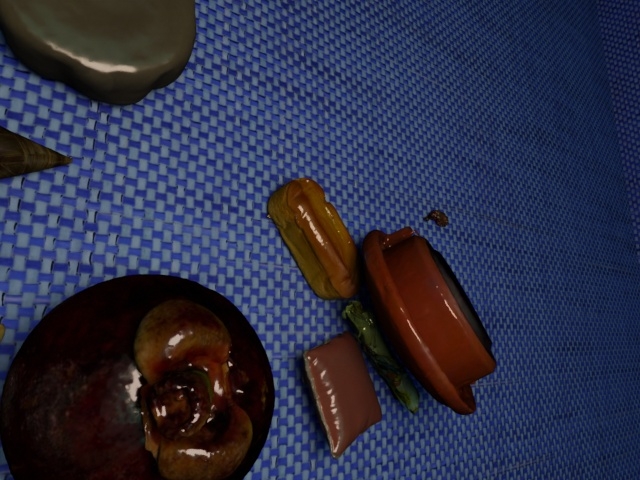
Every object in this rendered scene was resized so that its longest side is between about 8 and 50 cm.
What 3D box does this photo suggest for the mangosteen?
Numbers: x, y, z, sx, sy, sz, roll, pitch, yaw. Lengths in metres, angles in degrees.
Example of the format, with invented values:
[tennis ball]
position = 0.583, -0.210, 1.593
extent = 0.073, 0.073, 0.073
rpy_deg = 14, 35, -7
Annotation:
[mangosteen]
position = -0.191, 0.170, 0.508
extent = 0.297, 0.293, 0.297
rpy_deg = 25, 25, -13

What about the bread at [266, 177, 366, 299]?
[bread]
position = 0.000, 0.000, 0.806
extent = 0.102, 0.094, 0.246
rpy_deg = -37, 101, -41

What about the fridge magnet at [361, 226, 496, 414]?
[fridge magnet]
position = 0.193, 0.133, 0.794
extent = 0.364, 0.155, 0.364
rpy_deg = 54, 16, -23

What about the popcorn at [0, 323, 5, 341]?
[popcorn]
position = -0.451, 0.121, 0.382
extent = 0.286, 0.215, 0.252
rpy_deg = 35, 29, -26

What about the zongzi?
[zongzi]
position = -0.442, -0.155, 0.537
extent = 0.184, 0.084, 0.187
rpy_deg = -34, 96, -50

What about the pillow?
[pillow]
position = 0.034, 0.264, 0.769
extent = 0.171, 0.075, 0.179
rpy_deg = -6, 74, -57

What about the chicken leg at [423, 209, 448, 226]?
[chicken leg]
position = 0.287, -0.056, 1.067
extent = 0.083, 0.021, 0.036
rpy_deg = 16, 80, -32

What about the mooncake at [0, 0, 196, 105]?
[mooncake]
position = -0.316, -0.333, 0.628
extent = 0.274, 0.135, 0.275
rpy_deg = 6, 80, -33

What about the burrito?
[burrito]
position = 0.128, 0.233, 0.818
extent = 0.054, 0.104, 0.288
rpy_deg = -33, 112, -7
